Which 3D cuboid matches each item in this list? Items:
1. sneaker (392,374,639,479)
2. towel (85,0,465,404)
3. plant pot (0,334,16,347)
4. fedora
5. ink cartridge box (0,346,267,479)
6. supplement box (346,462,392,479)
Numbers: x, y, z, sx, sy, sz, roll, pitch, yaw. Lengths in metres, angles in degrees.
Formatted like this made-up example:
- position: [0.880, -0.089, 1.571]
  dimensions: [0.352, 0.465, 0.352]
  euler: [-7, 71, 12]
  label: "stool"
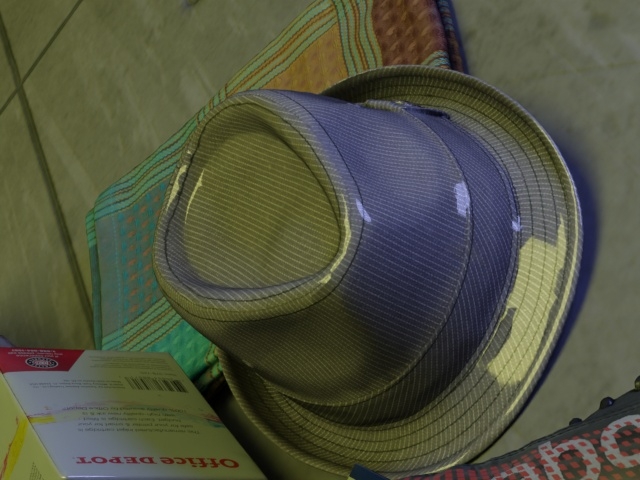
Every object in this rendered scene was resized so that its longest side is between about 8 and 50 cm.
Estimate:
- position: [0.113, 0.123, 0.669]
  dimensions: [0.276, 0.097, 0.135]
  euler: [-5, 37, 32]
  label: "sneaker"
- position: [-0.043, -0.035, 1.115]
  dimensions: [0.370, 0.040, 0.271]
  euler: [-41, 37, 29]
  label: "towel"
- position: [-0.398, 0.164, 1.241]
  dimensions: [0.305, 0.334, 0.334]
  euler: [-56, 30, -15]
  label: "plant pot"
- position: [0.000, 0.000, 0.898]
  dimensions: [0.275, 0.124, 0.243]
  euler: [35, 99, 50]
  label: "fedora"
- position: [-0.131, 0.157, 0.969]
  dimensions: [0.176, 0.128, 0.127]
  euler: [41, 122, 58]
  label: "ink cartridge box"
- position: [0.041, 0.170, 0.810]
  dimensions: [0.083, 0.056, 0.083]
  euler: [16, 78, 58]
  label: "supplement box"
